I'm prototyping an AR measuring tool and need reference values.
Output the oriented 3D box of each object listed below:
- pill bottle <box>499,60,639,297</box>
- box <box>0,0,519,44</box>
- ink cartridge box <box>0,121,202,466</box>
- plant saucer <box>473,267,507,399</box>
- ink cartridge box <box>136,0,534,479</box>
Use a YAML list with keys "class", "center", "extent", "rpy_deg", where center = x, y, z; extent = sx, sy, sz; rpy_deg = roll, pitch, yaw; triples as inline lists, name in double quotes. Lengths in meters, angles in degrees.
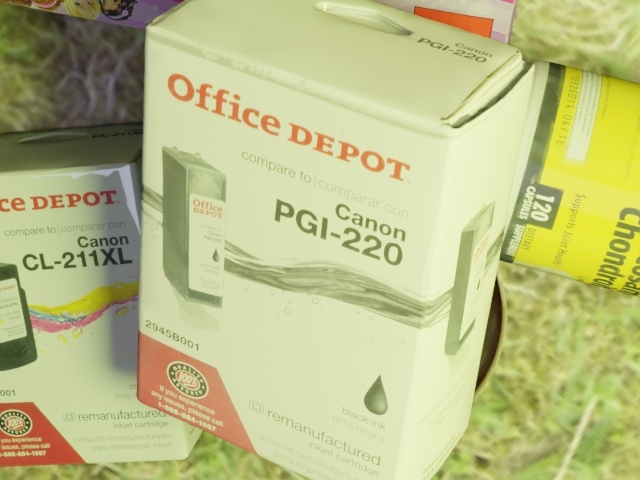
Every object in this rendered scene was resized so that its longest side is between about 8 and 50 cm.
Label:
- class: "pill bottle"
  center: [0.177, -0.020, 0.728]
  extent: [0.184, 0.103, 0.103]
  rpy_deg: [15, 112, 4]
- class: "box"
  center: [-0.040, -0.187, 0.690]
  extent: [0.293, 0.057, 0.201]
  rpy_deg: [11, 134, 5]
- class: "ink cartridge box"
  center: [-0.139, 0.031, 0.816]
  extent: [0.127, 0.072, 0.175]
  rpy_deg: [-4, 110, 12]
- class: "plant saucer"
  center: [0.019, 0.034, 0.815]
  extent: [0.168, 0.029, 0.168]
  rpy_deg: [3, 110, 8]
- class: "ink cartridge box"
  center: [0.000, 0.000, 0.698]
  extent: [0.158, 0.092, 0.218]
  rpy_deg: [21, 124, 22]
